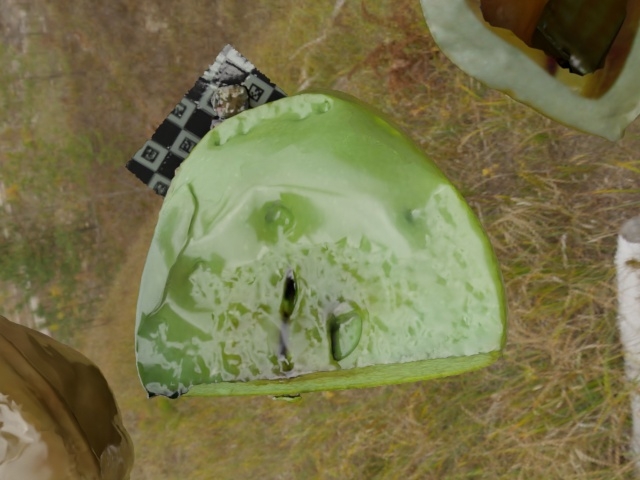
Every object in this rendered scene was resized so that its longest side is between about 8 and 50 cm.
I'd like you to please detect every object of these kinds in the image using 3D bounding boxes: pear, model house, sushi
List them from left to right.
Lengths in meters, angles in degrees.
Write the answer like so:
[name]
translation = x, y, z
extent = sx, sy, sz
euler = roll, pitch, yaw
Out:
[sushi]
translation = -0.117, -0.100, 0.792
extent = 0.201, 0.139, 0.031
euler = -46, 19, 18
[pear]
translation = 0.000, 0.000, 0.716
extent = 0.238, 0.342, 0.318
euler = 50, -147, -74
[model house]
translation = 0.149, -0.234, 0.506
extent = 0.239, 0.173, 0.268
euler = -86, -17, -48

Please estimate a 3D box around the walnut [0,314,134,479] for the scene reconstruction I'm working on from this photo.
[walnut]
translation = -0.319, 0.201, 0.488
extent = 0.383, 0.383, 0.384
euler = 28, 123, 54
